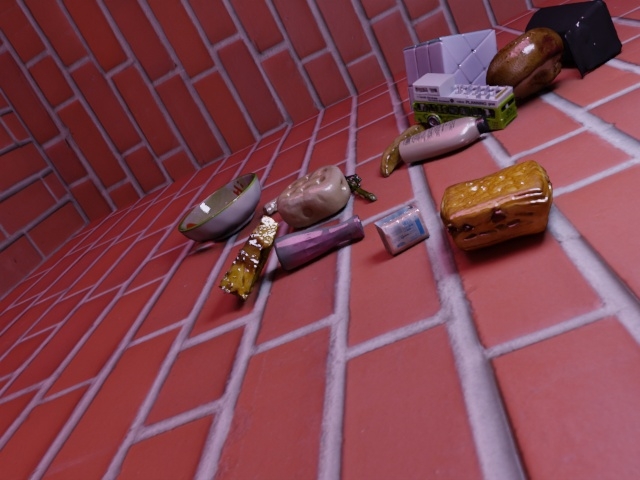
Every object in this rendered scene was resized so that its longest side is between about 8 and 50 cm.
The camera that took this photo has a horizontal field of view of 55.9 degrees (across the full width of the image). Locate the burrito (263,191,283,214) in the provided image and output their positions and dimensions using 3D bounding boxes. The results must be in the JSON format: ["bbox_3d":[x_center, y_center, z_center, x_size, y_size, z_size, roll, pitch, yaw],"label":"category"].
[{"bbox_3d":[-0.135,-0.134,2.041,0.149,0.041,0.055,-39,8,-30],"label":"burrito"}]

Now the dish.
[{"bbox_3d":[-0.320,-0.087,2.065,0.324,0.124,0.324,-31,20,13],"label":"dish"}]

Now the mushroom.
[{"bbox_3d":[0.596,-0.506,1.757,0.253,0.153,0.253,-24,-19,-9],"label":"mushroom"}]

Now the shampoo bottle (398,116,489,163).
[{"bbox_3d":[0.354,-0.292,1.721,0.257,0.078,0.127,-17,26,33],"label":"shampoo bottle"}]

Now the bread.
[{"bbox_3d":[0.333,-0.062,1.139,0.210,0.099,0.235,-19,15,19],"label":"bread"}]

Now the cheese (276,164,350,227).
[{"bbox_3d":[-0.024,-0.122,1.745,0.218,0.117,0.235,-35,18,-14],"label":"cheese"}]

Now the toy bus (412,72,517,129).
[{"bbox_3d":[0.416,-0.405,1.770,0.301,0.139,0.113,16,45,40],"label":"toy bus"}]

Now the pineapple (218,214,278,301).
[{"bbox_3d":[-0.173,0.057,1.487,0.233,0.079,0.135,-62,6,-26],"label":"pineapple"}]

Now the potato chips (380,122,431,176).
[{"bbox_3d":[0.313,-0.328,1.884,0.407,0.080,0.057,-37,11,-26],"label":"potato chips"}]

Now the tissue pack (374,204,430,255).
[{"bbox_3d":[0.175,-0.023,1.283,0.094,0.074,0.059,-27,16,-6],"label":"tissue pack"}]

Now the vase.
[{"bbox_3d":[0.000,0.000,1.462,0.214,0.086,0.086,-20,20,8],"label":"vase"}]

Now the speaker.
[{"bbox_3d":[0.757,-0.623,1.889,0.184,0.180,0.388,-33,19,0],"label":"speaker"}]

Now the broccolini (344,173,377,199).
[{"bbox_3d":[0.115,-0.145,1.762,0.057,0.071,0.254,10,15,-22],"label":"broccolini"}]

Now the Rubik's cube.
[{"bbox_3d":[0.438,-0.559,2.004,0.231,0.221,0.224,-16,14,-21],"label":"Rubik's cube"}]
